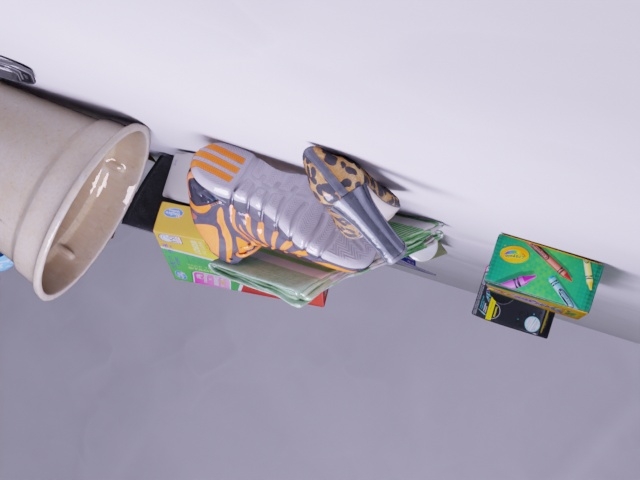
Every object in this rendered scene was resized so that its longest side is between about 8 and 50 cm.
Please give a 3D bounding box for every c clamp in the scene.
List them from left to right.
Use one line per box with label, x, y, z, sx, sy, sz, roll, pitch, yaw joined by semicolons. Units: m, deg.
c clamp;-0.475;-0.255;1.348;0.137;0.022;0.160;13;176;-7

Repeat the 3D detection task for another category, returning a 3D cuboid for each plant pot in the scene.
plant pot;-0.502;-0.119;1.579;0.305;0.334;0.334;30;178;2
plant pot;-0.295;-0.082;2.021;0.188;0.167;0.187;15;177;3

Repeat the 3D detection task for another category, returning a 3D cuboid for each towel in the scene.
towel;0.014;0.016;1.578;0.324;0.038;0.247;-24;-154;-34

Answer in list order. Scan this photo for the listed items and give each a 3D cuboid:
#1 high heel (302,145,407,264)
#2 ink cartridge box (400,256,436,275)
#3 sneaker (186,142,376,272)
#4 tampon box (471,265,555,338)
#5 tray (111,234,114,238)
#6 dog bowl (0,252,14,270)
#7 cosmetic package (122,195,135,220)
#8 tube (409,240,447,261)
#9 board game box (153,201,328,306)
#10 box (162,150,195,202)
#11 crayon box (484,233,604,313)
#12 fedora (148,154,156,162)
high heel;0.027;-0.083;1.290;0.186;0.093;0.261;49;-176;-21
ink cartridge box;0.087;-0.003;2.211;0.370;0.069;0.175;19;178;40
sneaker;-0.065;-0.020;1.487;0.321;0.125;0.180;31;144;9
tampon box;0.447;0.141;2.147;0.161;0.121;0.101;16;177;28
tray;-0.565;-0.163;1.801;0.410;0.203;0.076;18;178;1
dog bowl;-0.634;-0.017;1.643;0.297;0.074;0.166;1;-134;-54
cosmetic package;-0.461;-0.133;1.930;0.151;0.152;0.184;14;176;-1
tube;0.206;0.013;1.870;0.070;0.062;0.240;58;-173;5
board game box;-0.143;0.031;1.822;0.316;0.064;0.242;10;157;7
box;-0.159;-0.085;1.836;0.275;0.094;0.113;19;176;-40
crayon box;0.366;0.065;1.561;0.165;0.081;0.278;18;177;14
fedora;-0.466;-0.181;2.114;0.194;0.079;0.194;19;178;1
